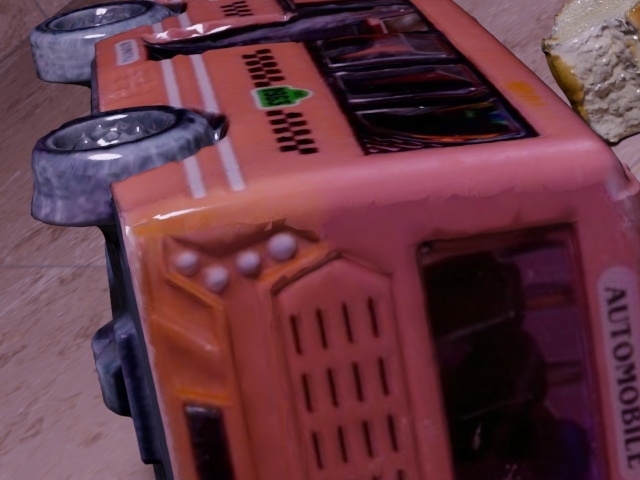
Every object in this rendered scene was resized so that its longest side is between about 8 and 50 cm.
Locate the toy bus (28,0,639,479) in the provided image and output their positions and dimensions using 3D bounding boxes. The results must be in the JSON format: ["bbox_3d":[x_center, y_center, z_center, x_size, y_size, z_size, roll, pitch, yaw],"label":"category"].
[{"bbox_3d":[0.000,0.000,0.830,0.233,0.203,0.427,-11,19,-4],"label":"toy bus"}]

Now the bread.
[{"bbox_3d":[0.173,-0.107,1.037,0.077,0.070,0.083,-25,23,29],"label":"bread"}]
